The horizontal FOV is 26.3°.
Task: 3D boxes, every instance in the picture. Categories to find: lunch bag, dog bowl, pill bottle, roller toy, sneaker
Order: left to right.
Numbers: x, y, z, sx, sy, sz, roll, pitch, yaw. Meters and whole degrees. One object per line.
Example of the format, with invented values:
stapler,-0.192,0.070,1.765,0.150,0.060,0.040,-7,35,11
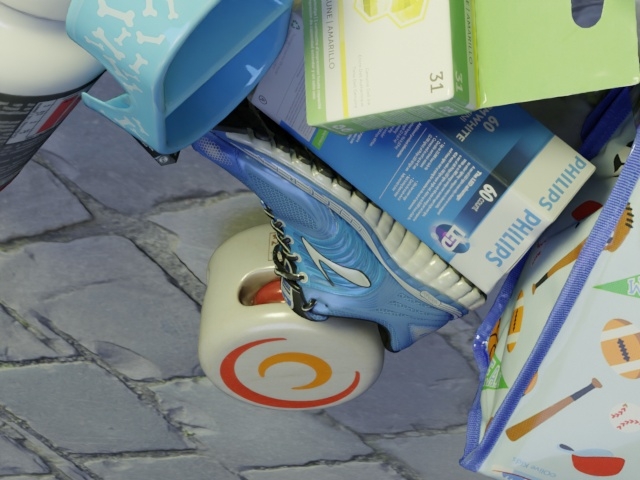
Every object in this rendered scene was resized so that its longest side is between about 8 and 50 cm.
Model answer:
pill bottle,-0.269,-0.177,1.073,0.210,0.210,0.363,28,145,-21
dog bowl,-0.091,-0.153,0.980,0.074,0.166,0.297,45,166,5
roller toy,-0.027,0.074,1.427,0.191,0.146,0.209,27,138,-31
sneaker,0.000,0.000,1.244,0.147,0.129,0.330,-44,116,14
lunch bag,0.340,0.051,1.155,0.328,0.239,0.385,19,124,-4

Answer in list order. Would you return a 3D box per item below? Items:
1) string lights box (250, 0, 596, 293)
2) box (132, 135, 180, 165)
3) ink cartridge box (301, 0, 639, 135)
string lights box,0.077,-0.087,1.110,0.260,0.077,0.133,40,147,4
box,-0.144,-0.120,1.230,0.018,0.083,0.067,-9,142,31
ink cartridge box,0.099,-0.176,0.968,0.235,0.171,0.056,-7,170,32
